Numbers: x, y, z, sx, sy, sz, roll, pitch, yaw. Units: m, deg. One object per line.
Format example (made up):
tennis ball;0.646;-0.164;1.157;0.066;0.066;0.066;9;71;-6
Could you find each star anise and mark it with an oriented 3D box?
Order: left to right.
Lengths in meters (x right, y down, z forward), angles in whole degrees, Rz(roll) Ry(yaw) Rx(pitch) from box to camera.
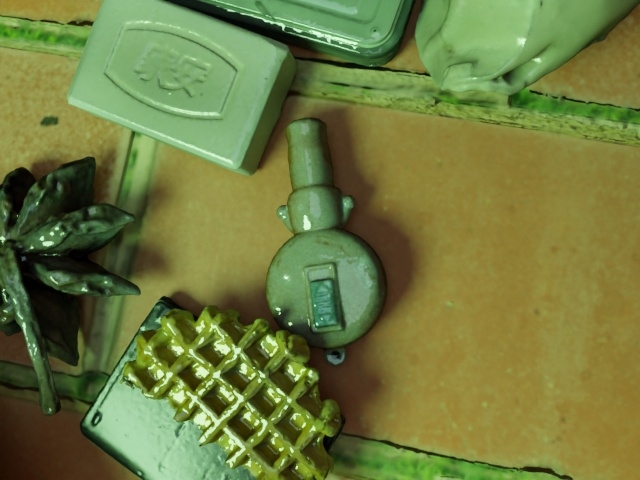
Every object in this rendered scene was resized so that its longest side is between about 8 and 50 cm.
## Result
star anise;-0.260;0.029;0.600;0.209;0.089;0.231;-41;68;10

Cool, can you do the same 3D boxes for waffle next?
waffle;-0.077;0.138;0.559;0.191;0.046;0.161;5;95;12

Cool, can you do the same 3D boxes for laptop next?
laptop;-0.102;0.167;0.594;0.207;0.026;0.154;32;89;10

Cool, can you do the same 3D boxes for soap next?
soap;-0.126;-0.147;0.613;0.183;0.064;0.122;22;90;10

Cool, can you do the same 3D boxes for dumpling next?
dumpling;0.170;-0.235;0.550;0.193;0.147;0.258;39;97;41

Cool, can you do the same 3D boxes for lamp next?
lamp;-0.019;-0.321;0.623;0.269;0.047;0.267;18;85;10

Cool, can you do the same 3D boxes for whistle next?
whistle;0.000;0.000;0.583;0.107;0.057;0.220;-8;81;9
